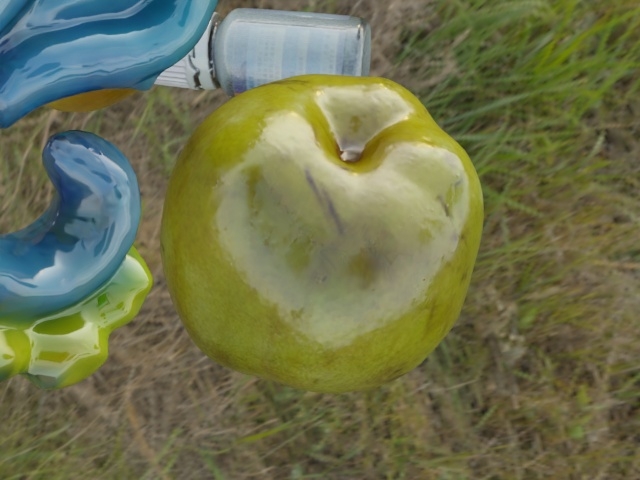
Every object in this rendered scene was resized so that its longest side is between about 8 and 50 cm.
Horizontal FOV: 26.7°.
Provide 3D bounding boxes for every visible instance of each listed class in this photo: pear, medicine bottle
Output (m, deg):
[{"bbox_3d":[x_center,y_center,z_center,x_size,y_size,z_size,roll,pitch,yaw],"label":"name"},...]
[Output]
[{"bbox_3d":[0.000,0.000,0.813,0.200,0.200,0.200,5,75,-18],"label":"pear"},{"bbox_3d":[-0.059,-0.165,1.198,0.203,0.083,0.083,7,73,7],"label":"medicine bottle"}]

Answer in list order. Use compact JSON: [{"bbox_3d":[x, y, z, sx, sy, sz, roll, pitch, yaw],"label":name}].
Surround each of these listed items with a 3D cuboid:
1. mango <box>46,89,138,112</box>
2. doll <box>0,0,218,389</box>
[{"bbox_3d":[-0.100,-0.175,0.718,0.136,0.099,0.227,20,91,-57],"label":"mango"},{"bbox_3d":[-0.174,-0.047,0.331,0.346,0.099,0.341,-39,136,-26],"label":"doll"}]
